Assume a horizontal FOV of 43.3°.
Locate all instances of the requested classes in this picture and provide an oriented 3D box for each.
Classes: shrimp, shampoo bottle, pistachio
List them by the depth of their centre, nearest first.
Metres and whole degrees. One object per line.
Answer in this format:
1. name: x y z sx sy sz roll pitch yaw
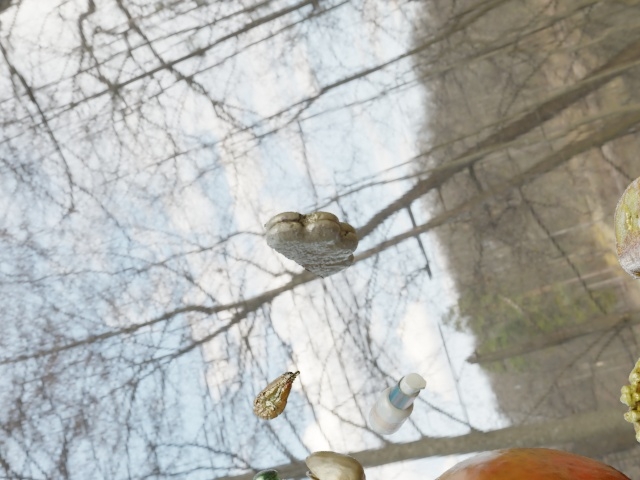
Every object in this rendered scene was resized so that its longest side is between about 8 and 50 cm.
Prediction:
1. shampoo bottle: 0.156 0.329 1.641 0.192 0.074 0.074 112 159 -50
2. shrimp: -0.123 0.446 2.355 0.091 0.184 0.043 39 -179 15
3. pistachio: 0.044 0.696 2.396 0.131 0.206 0.130 -12 -73 -55

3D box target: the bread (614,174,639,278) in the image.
1. bread: 0.561 -0.025 1.335 0.288 0.119 0.153 31 -127 -75

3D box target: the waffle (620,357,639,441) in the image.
1. waffle: 0.891 0.405 2.015 0.302 0.325 0.068 47 159 -6

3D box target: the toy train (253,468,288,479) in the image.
1. toy train: -0.046 0.770 1.926 0.179 0.272 0.442 -21 -83 -34

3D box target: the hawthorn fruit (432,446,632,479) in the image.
1. hawthorn fruit: 0.325 0.538 1.246 0.472 0.471 0.472 -18 -90 -72

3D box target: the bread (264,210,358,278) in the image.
1. bread: -0.003 -0.004 2.283 0.337 0.183 0.102 30 -142 -50
